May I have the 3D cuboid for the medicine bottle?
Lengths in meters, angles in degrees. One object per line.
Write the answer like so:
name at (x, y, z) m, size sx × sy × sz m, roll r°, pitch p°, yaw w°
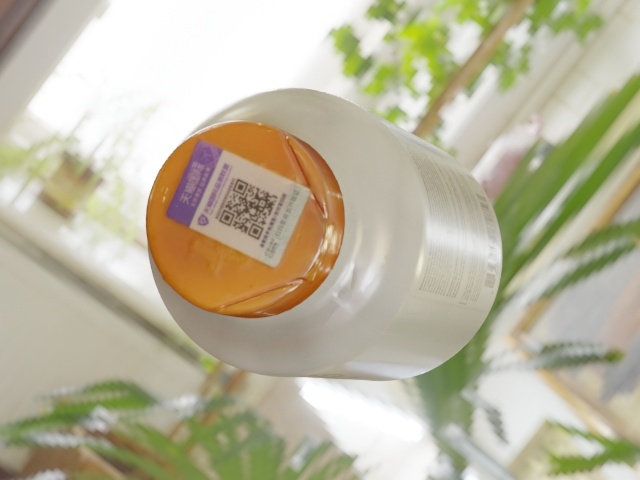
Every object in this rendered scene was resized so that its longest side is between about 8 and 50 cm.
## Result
medicine bottle at (0.000, 0.000, 1.057) m, size 0.157 × 0.157 × 0.289 m, roll 39°, pitch 7°, yaw 17°
